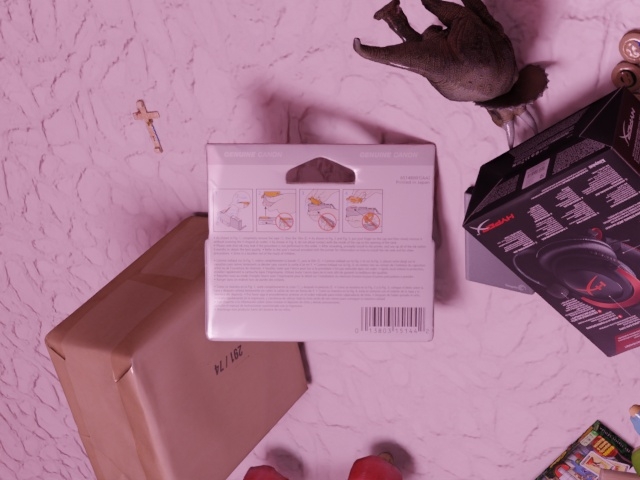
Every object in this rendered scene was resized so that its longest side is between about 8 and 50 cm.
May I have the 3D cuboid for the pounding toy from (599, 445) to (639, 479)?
[{"bbox_3d":[0.447,0.299,1.401,0.183,0.110,0.237,4,157,-9],"label":"pounding toy"}]

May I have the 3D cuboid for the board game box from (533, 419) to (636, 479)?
[{"bbox_3d":[0.357,0.374,1.691,0.136,0.030,0.259,37,124,1],"label":"board game box"}]

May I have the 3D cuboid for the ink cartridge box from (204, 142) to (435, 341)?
[{"bbox_3d":[0.000,0.000,1.570,0.296,0.066,0.261,1,101,0],"label":"ink cartridge box"}]

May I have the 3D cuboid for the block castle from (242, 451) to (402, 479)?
[{"bbox_3d":[0.060,0.553,1.929,0.303,0.213,0.453,-12,117,34],"label":"block castle"}]

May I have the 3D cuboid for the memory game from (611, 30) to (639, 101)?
[{"bbox_3d":[0.404,-0.167,1.303,0.186,0.012,0.186,17,129,22],"label":"memory game"}]

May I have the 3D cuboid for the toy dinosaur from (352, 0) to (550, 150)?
[{"bbox_3d":[0.155,-0.203,1.311,0.121,0.313,0.160,-47,66,19],"label":"toy dinosaur"}]

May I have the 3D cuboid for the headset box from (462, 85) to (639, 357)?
[{"bbox_3d":[0.343,-0.002,1.362,0.293,0.110,0.218,40,137,-19],"label":"headset box"}]

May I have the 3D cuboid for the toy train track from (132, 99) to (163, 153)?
[{"bbox_3d":[-0.248,-0.161,1.737,0.048,0.014,0.083,-1,122,34],"label":"toy train track"}]

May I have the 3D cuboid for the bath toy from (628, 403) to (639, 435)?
[{"bbox_3d":[0.469,0.153,1.336,0.129,0.151,0.348,44,160,14],"label":"bath toy"}]

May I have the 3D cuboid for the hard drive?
[{"bbox_3d":[0.230,0.001,1.535,0.094,0.022,0.135,13,128,25],"label":"hard drive"}]

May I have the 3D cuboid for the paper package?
[{"bbox_3d":[-0.189,0.177,1.727,0.168,0.325,0.309,10,128,34],"label":"paper package"}]
